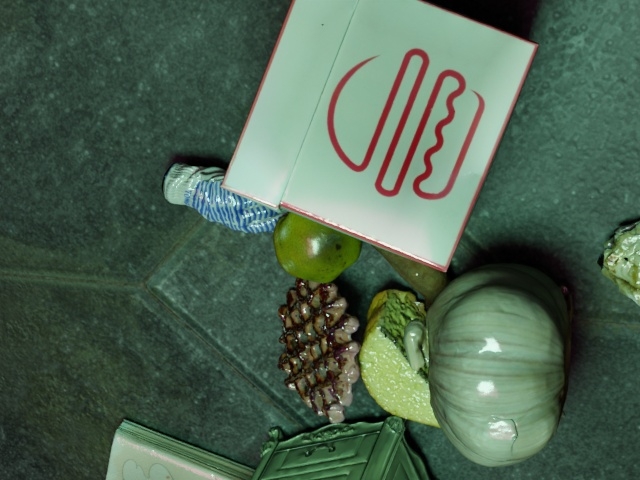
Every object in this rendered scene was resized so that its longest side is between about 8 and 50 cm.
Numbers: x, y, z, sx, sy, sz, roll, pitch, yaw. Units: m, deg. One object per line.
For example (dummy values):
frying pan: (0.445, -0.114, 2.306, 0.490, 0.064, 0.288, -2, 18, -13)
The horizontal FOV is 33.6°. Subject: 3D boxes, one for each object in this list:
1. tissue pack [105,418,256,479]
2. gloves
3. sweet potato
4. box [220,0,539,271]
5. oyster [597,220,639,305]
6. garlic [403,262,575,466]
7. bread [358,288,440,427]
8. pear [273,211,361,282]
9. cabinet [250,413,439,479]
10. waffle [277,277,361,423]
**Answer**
tissue pack: (-0.251, 0.471, 2.028, 0.325, 0.071, 0.170, 19, 119, 8)
gloves: (-0.143, -0.066, 1.704, 0.229, 0.097, 0.119, 9, 152, 7)
sweet potato: (0.111, -0.027, 1.620, 0.109, 0.109, 0.385, -23, 107, 28)
box: (0.083, -0.157, 1.386, 0.300, 0.314, 0.312, 21, 95, 5)
oyster: (0.502, 0.038, 1.531, 0.191, 0.081, 0.163, -28, 100, 26)
garlic: (0.263, 0.183, 1.555, 0.241, 0.322, 0.322, -19, 109, 31)
bread: (0.145, 0.209, 1.718, 0.260, 0.129, 0.134, 48, 130, -6)
pear: (0.000, 0.000, 1.646, 0.141, 0.104, 0.141, -1, 95, -17)
cabinet: (0.024, 0.465, 1.783, 0.290, 0.318, 0.227, -16, 112, 27)
waffle: (-0.002, 0.170, 1.735, 0.221, 0.055, 0.234, 35, 125, 51)
